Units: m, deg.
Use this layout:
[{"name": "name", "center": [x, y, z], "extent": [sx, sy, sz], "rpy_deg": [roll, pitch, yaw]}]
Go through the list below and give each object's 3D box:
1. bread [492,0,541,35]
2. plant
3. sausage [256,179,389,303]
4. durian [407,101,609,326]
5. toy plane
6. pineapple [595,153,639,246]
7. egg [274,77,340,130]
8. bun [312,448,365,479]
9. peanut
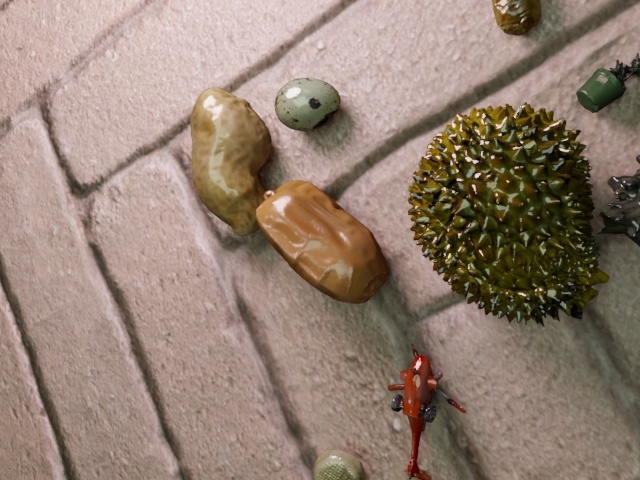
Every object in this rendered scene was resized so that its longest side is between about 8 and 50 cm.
[{"name": "bread", "center": [0.283, -0.352, 0.900], "extent": [0.066, 0.060, 0.110], "rpy_deg": [-8, 84, -9]}, {"name": "plant", "center": [0.404, -0.223, 0.852], "extent": [0.102, 0.051, 0.051], "rpy_deg": [-39, 74, 4]}, {"name": "sausage", "center": [0.000, -0.001, 0.973], "extent": [0.241, 0.136, 0.120], "rpy_deg": [43, 111, 23]}, {"name": "durian", "center": [0.240, -0.033, 0.820], "extent": [0.258, 0.258, 0.293], "rpy_deg": [-15, 95, 22]}, {"name": "toy plane", "center": [0.139, 0.266, 0.938], "extent": [0.126, 0.077, 0.194], "rpy_deg": [32, 110, 29]}, {"name": "pineapple", "center": [0.458, -0.130, 0.703], "extent": [0.202, 0.202, 0.362], "rpy_deg": [41, 81, 19]}, {"name": "egg", "center": [-0.021, -0.222, 1.011], "extent": [0.110, 0.085, 0.085], "rpy_deg": [-4, 87, 10]}, {"name": "bun", "center": [0.032, 0.369, 0.987], "extent": [0.086, 0.055, 0.086], "rpy_deg": [4, 103, 18]}, {"name": "peanut", "center": [-0.149, -0.133, 1.043], "extent": [0.137, 0.122, 0.253], "rpy_deg": [-3, 90, 16]}]
